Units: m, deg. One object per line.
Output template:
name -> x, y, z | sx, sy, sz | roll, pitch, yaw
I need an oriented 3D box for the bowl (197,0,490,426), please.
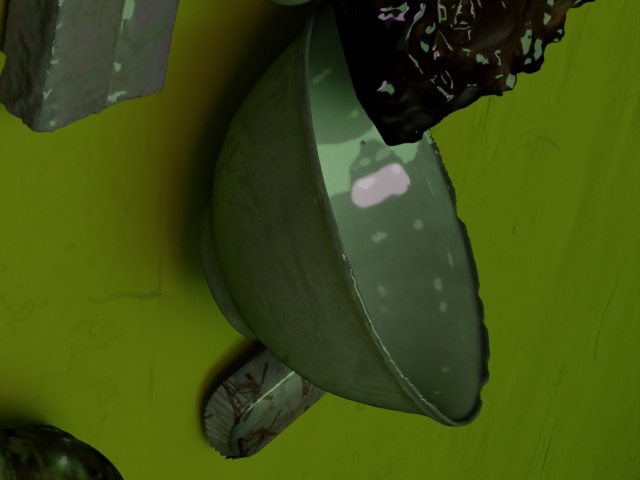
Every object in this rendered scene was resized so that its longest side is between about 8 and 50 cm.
bowl -> 0.000, 0.000, 0.797 | 0.313, 0.146, 0.313 | 53, 26, -39

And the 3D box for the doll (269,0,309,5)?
doll -> 0.028, -0.279, 0.597 | 0.154, 0.228, 0.258 | 37, 57, -23

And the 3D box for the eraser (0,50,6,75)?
eraser -> -0.227, -0.071, 0.536 | 0.122, 0.045, 0.097 | 17, 100, -58

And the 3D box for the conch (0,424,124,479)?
conch -> -0.213, 0.195, 0.707 | 0.187, 0.124, 0.181 | -48, 165, 26

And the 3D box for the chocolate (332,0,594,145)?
chocolate -> 0.114, -0.181, 0.742 | 0.224, 0.177, 0.206 | 49, 37, -56

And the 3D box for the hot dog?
hot dog -> -0.025, 0.113, 0.973 | 0.191, 0.059, 0.108 | -39, 141, -28

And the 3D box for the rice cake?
rice cake -> -0.109, -0.210, 0.594 | 0.106, 0.050, 0.298 | -18, 128, -50
